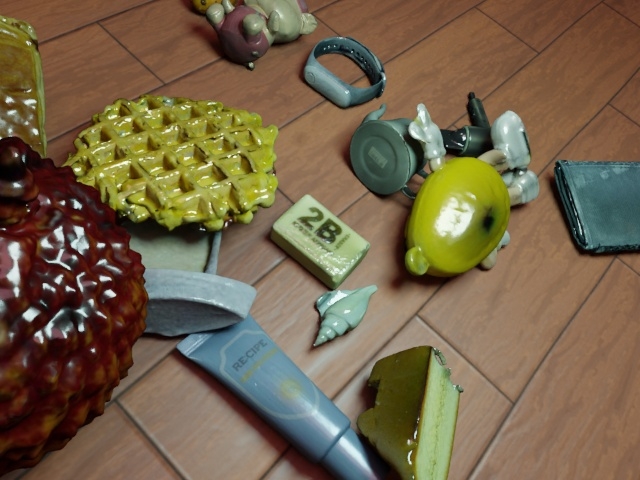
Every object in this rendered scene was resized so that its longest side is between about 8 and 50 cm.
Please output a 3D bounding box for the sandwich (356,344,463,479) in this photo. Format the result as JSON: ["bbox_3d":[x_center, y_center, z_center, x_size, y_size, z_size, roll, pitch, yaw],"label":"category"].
[{"bbox_3d":[0.138,0.295,0.805,0.122,0.128,0.236,48,40,-17],"label":"sandwich"}]

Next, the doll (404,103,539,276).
[{"bbox_3d":[0.319,-0.106,1.091,0.423,0.161,0.348,-3,87,-33],"label":"doll"}]

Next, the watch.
[{"bbox_3d":[0.068,-0.423,1.300,0.206,0.068,0.193,36,58,11],"label":"watch"}]

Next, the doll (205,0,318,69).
[{"bbox_3d":[-0.141,-0.544,1.269,0.196,0.152,0.256,47,54,0],"label":"doll"}]

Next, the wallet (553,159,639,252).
[{"bbox_3d":[0.733,-0.082,1.265,0.342,0.075,0.237,-2,66,-19],"label":"wallet"}]

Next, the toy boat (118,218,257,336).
[{"bbox_3d":[-0.269,0.042,0.912,0.276,0.111,0.293,-10,48,-19],"label":"toy boat"}]

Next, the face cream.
[{"bbox_3d":[-0.055,0.257,0.843,0.385,0.086,0.135,39,56,16],"label":"face cream"}]

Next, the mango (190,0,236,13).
[{"bbox_3d":[-0.265,-0.639,1.332,0.105,0.084,0.159,32,57,-1],"label":"mango"}]

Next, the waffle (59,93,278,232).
[{"bbox_3d":[-0.267,-0.161,0.989,0.382,0.095,0.380,9,44,-7],"label":"waffle"}]

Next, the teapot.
[{"bbox_3d":[0.176,-0.192,1.148,0.149,0.162,0.239,-29,85,-40],"label":"teapot"}]

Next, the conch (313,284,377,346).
[{"bbox_3d":[0.038,0.135,0.959,0.180,0.088,0.065,-41,119,-38],"label":"conch"}]

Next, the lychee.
[{"bbox_3d":[-0.417,0.068,0.622,0.424,0.500,0.425,29,41,-29],"label":"lychee"}]

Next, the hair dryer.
[{"bbox_3d":[0.383,-0.302,1.317,0.195,0.078,0.248,7,48,-10],"label":"hair dryer"}]

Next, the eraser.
[{"bbox_3d":[0.000,0.000,1.026,0.172,0.058,0.117,39,58,10],"label":"eraser"}]

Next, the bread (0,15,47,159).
[{"bbox_3d":[-0.623,-0.231,0.873,0.277,0.167,0.325,-5,81,-52],"label":"bread"}]
